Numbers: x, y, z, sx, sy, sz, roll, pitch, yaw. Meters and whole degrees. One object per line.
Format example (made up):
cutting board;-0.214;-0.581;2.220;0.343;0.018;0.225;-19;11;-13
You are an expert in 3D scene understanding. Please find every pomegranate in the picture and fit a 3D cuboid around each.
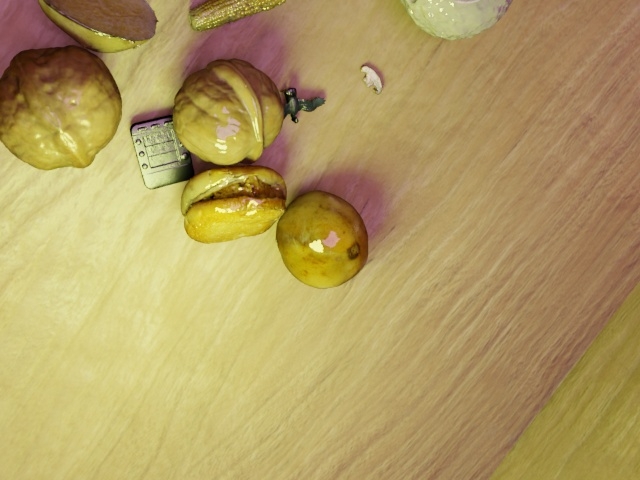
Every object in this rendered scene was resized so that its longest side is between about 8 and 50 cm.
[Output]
pomegranate;0.010;-0.003;1.997;0.307;0.307;0.308;-7;109;-20

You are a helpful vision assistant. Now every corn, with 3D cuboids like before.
corn;-0.215;-0.632;1.828;0.288;0.086;0.087;-24;114;-12

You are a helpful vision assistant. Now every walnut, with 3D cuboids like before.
walnut;-0.240;-0.332;1.804;0.296;0.285;0.285;-31;117;-29
walnut;-0.624;-0.314;1.623;0.305;0.344;0.306;-11;120;-20

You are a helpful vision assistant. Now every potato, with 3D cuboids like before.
potato;-0.558;-0.557;1.673;0.299;0.239;0.116;16;143;-31

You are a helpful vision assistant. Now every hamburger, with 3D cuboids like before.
hamburger;-0.237;-0.098;1.885;0.289;0.314;0.170;-1;70;-24

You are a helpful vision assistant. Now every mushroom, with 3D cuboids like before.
mushroom;0.153;-0.485;2.057;0.049;0.019;0.101;-38;114;-8

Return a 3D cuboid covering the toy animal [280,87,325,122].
toy animal;-0.081;-0.389;1.971;0.220;0.062;0.108;-21;113;-21

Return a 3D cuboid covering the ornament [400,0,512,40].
ornament;0.382;-0.731;1.906;0.336;0.337;0.337;-7;109;-20

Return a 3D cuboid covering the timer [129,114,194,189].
timer;-0.436;-0.245;1.882;0.144;0.055;0.188;-16;116;-16
